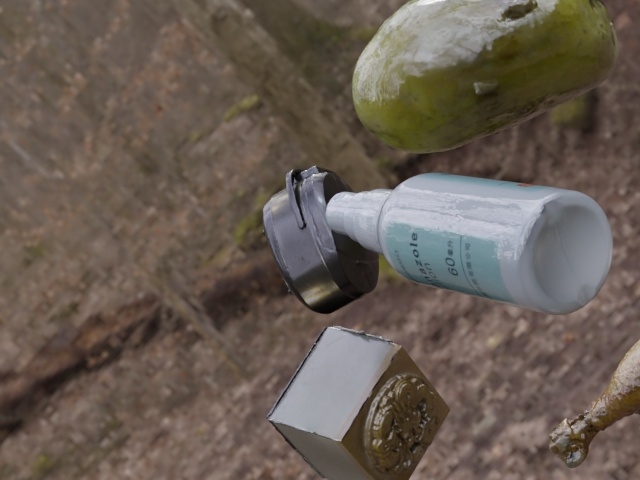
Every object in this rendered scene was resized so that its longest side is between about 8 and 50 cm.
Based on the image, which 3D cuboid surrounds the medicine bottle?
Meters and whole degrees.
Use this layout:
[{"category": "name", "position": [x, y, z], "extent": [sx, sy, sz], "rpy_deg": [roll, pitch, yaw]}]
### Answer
[{"category": "medicine bottle", "position": [0.119, -0.008, 1.373], "extent": [0.110, 0.110, 0.352], "rpy_deg": [-49, 29, -18]}]

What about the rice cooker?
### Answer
[{"category": "rice cooker", "position": [0.000, 0.000, 1.633], "extent": [0.106, 0.165, 0.112], "rpy_deg": [-36, -24, 23]}]

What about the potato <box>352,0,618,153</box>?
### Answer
[{"category": "potato", "position": [0.158, -0.181, 1.408], "extent": [0.272, 0.160, 0.111], "rpy_deg": [-21, 5, 5]}]

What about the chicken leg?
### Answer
[{"category": "chicken leg", "position": [0.391, 0.205, 1.867], "extent": [0.251, 0.087, 0.107], "rpy_deg": [-44, 4, 23]}]

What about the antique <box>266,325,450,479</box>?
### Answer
[{"category": "antique", "position": [0.052, 0.205, 1.711], "extent": [0.148, 0.152, 0.146], "rpy_deg": [13, 61, 43]}]
